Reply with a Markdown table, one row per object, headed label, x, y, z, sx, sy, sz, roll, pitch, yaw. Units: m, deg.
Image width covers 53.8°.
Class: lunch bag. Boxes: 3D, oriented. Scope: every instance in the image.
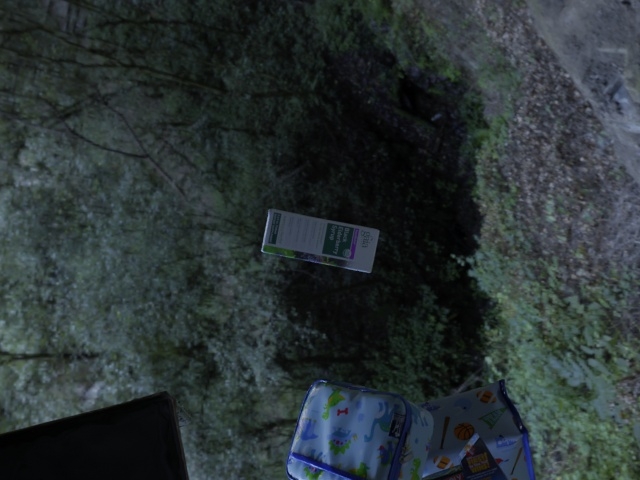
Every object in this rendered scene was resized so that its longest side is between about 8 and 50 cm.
| label | x | y | z | sx | sy | sz | roll | pitch | yaw |
| --- | --- | --- | --- | --- | --- | --- | --- | --- | --- |
| lunch bag | 0.397 | 0.593 | 1.709 | 0.327 | 0.386 | 0.239 | -17 | 33 | 8 |
| lunch bag | 0.054 | 0.310 | 0.946 | 0.218 | 0.090 | 0.176 | 2 | 67 | 47 |

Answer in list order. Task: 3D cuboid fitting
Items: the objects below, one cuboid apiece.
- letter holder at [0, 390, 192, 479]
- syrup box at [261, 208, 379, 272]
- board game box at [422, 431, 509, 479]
| label | x | y | z | sx | sy | sz | roll | pitch | yaw |
| --- | --- | --- | --- | --- | --- | --- | --- | --- | --- |
| letter holder | -0.224 | 0.216 | 0.407 | 0.214 | 0.301 | 0.152 | 115 | 141 | -71 |
| syrup box | 0.000 | 0.000 | 1.345 | 0.096 | 0.236 | 0.093 | -155 | 77 | -88 |
| board game box | 0.299 | 0.493 | 1.249 | 0.194 | 0.060 | 0.194 | -19 | 81 | 4 |
